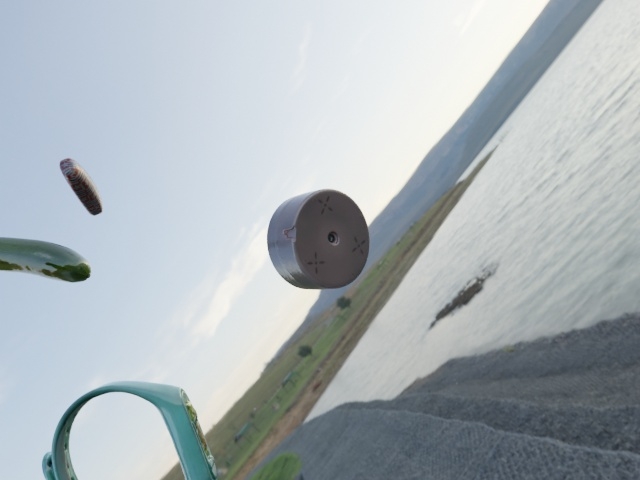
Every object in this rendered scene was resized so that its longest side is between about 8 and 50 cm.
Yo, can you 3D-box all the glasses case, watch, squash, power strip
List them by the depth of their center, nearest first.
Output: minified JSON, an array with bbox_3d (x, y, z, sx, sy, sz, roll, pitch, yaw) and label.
[{"bbox_3d":[-0.243,0.301,0.649,0.195,0.237,0.068,-23,-3,-11],"label":"watch"},{"bbox_3d":[0.000,0.000,0.753,0.078,0.154,0.154,-9,31,52],"label":"power strip"},{"bbox_3d":[-0.536,0.031,0.900,0.069,0.257,0.069,8,-90,-84],"label":"squash"},{"bbox_3d":[-0.582,-0.128,1.221,0.049,0.073,0.195,-27,-21,-17],"label":"glasses case"}]
